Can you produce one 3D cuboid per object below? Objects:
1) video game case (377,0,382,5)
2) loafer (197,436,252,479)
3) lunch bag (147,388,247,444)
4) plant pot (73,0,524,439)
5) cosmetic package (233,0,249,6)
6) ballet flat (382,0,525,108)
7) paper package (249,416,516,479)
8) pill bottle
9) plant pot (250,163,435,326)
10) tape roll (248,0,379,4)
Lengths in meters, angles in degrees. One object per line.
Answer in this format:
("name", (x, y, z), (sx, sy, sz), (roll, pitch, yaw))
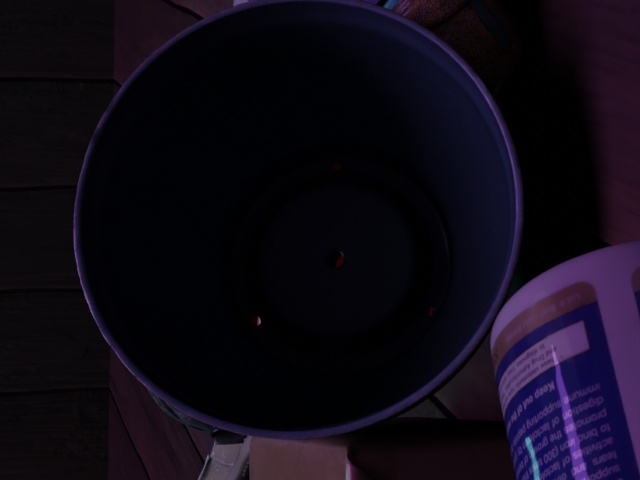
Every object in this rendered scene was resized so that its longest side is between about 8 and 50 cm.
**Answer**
("video game case", (0.059, -0.355, 1.569), (0.285, 0.025, 0.204), (116, 150, -61))
("loafer", (-0.075, 0.244, 2.009), (0.268, 0.102, 0.092), (124, 145, -51))
("lunch bag", (-0.092, 0.019, 1.809), (0.256, 0.212, 0.305), (108, 160, -59))
("plant pot", (0.000, 0.000, 1.259), (0.196, 0.293, 0.293), (48, -143, -75))
("cosmetic package", (-0.023, -0.225, 1.787), (0.231, 0.085, 0.117), (-132, 44, -66))
("ballet flat", (0.061, -0.118, 1.401), (0.348, 0.123, 0.123), (147, 121, -71))
("paper package", (0.065, 0.282, 1.295), (0.325, 0.168, 0.309), (161, 107, -74))
("pill bottle", (0.176, 0.144, 0.871), (0.153, 0.153, 0.265), (112, 154, -57))
("plant pot", (0.011, 0.024, 1.476), (0.191, 0.174, 0.191), (179, 90, -76))
("tape roll", (0.031, -0.228, 1.362), (0.189, 0.080, 0.189), (-49, 5, 6))
